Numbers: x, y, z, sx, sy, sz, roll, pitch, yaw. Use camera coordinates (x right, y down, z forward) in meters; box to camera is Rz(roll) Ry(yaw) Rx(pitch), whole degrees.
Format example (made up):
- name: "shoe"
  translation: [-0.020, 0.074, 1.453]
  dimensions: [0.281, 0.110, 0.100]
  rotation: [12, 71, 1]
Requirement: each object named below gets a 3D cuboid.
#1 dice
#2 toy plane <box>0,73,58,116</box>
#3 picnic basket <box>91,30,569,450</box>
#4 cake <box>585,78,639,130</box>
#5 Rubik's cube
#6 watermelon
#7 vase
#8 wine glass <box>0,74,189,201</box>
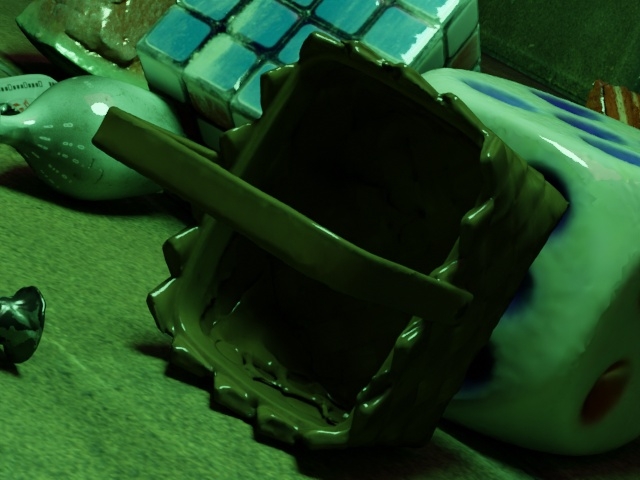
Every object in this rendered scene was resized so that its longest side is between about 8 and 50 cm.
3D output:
- name: "dice"
  translation: [0.191, 0.015, 1.548]
  dimensions: [0.304, 0.277, 0.304]
  rotation: [33, 17, 31]
- name: "toy plane"
  translation: [-0.333, -0.148, 1.778]
  dimensions: [0.162, 0.066, 0.171]
  rotation: [30, 14, 30]
- name: "picnic basket"
  translation: [0.000, 0.000, 1.272]
  dimensions: [0.254, 0.291, 0.321]
  rotation: [32, 5, 32]
- name: "cake"
  translation: [0.330, -0.042, 2.046]
  dimensions: [0.159, 0.262, 0.158]
  rotation: [-16, -17, 37]
- name: "Rubik's cube"
  translation: [-0.002, -0.160, 1.757]
  dimensions: [0.256, 0.259, 0.253]
  rotation: [30, -20, 21]
- name: "watermelon"
  translation: [-0.246, -0.300, 2.148]
  dimensions: [0.283, 0.293, 0.250]
  rotation: [9, -10, -40]
- name: "vase"
  translation: [-0.275, 0.046, 1.165]
  dimensions: [0.167, 0.059, 0.059]
  rotation: [12, 17, -33]
- name: "wine glass"
  translation: [-0.248, -0.100, 1.615]
  dimensions: [0.241, 0.126, 0.126]
  rotation: [3, 23, -46]
